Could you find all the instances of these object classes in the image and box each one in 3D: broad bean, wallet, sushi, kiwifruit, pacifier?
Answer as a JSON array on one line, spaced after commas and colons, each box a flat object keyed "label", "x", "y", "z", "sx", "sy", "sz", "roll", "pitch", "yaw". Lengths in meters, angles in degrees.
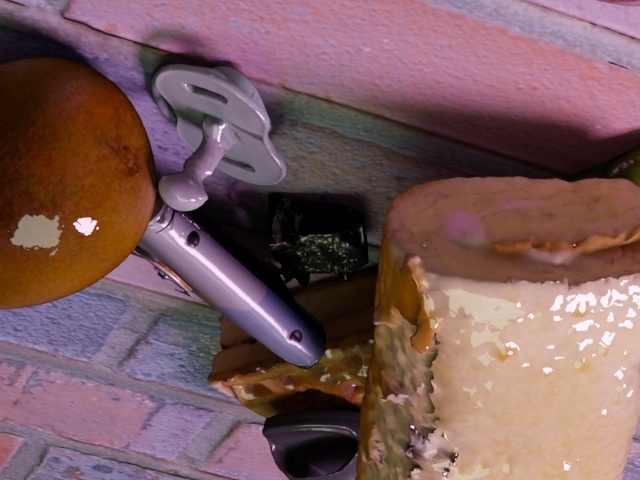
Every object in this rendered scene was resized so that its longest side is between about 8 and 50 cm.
[{"label": "broad bean", "x": 0.246, "y": -0.043, "z": 1.571, "sx": 0.195, "sy": 0.046, "sz": 0.061, "roll": -23, "pitch": 136, "yaw": 37}, {"label": "wallet", "x": -0.102, "y": 0.016, "z": 1.660, "sx": 0.231, "sy": 0.069, "sz": 0.170, "roll": 43, "pitch": 170, "yaw": -34}, {"label": "sushi", "x": 0.000, "y": 0.000, "z": 1.680, "sx": 0.083, "sy": 0.056, "sz": 0.085, "roll": -6, "pitch": 147, "yaw": 5}, {"label": "kiwifruit", "x": -0.249, "y": -0.044, "z": 1.517, "sx": 0.234, "sy": 0.196, "sz": 0.196, "roll": -11, "pitch": 145, "yaw": 34}, {"label": "pacifier", "x": -0.097, "y": -0.077, "z": 1.512, "sx": 0.127, "sy": 0.116, "sz": 0.150, "roll": 25, "pitch": 158, "yaw": 19}]

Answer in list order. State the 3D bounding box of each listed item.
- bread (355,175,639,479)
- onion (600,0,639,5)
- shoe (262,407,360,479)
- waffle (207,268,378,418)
[{"label": "bread", "x": 0.149, "y": 0.116, "z": 1.590, "sx": 0.236, "sy": 0.165, "sz": 0.375, "roll": -3, "pitch": 136, "yaw": -9}, {"label": "onion", "x": 0.167, "y": -0.235, "z": 1.180, "sx": 0.195, "sy": 0.159, "sz": 0.159, "roll": 24, "pitch": 154, "yaw": 18}, {"label": "shoe", "x": 0.038, "y": 0.244, "z": 1.875, "sx": 0.108, "sy": 0.093, "sz": 0.241, "roll": -12, "pitch": 148, "yaw": 32}, {"label": "waffle", "x": 0.074, "y": 0.113, "z": 1.820, "sx": 0.308, "sy": 0.091, "sz": 0.213, "roll": -16, "pitch": 143, "yaw": 34}]
